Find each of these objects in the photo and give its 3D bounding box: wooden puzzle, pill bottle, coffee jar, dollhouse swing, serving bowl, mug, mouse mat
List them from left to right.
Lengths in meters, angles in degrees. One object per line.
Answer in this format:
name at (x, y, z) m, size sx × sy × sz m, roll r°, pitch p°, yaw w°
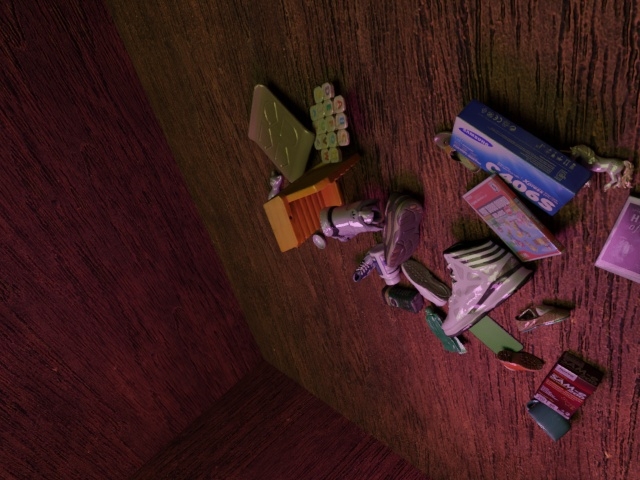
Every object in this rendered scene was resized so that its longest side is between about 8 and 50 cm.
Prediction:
wooden puzzle at (-0.166, -0.461, 1.801) m, size 0.348 × 0.081 × 0.322 m, roll 46°, pitch 148°, yaw 15°
serving bowl at (0.000, 0.000, 2.103) m, size 0.083 × 0.027 × 0.083 m, roll 33°, pitch 144°, yaw 28°
dollhouse swing at (0.015, -0.150, 1.645) m, size 0.305 × 0.347 × 0.315 m, roll 4°, pitch 124°, yaw 38°
pill bottle at (0.282, 0.102, 1.772) m, size 0.094 × 0.094 × 0.169 m, roll -1°, pitch 120°, yaw 53°
coffee jar at (0.360, 0.256, 1.839) m, size 0.185 × 0.079 × 0.096 m, roll 10°, pitch 132°, yaw 47°
mouse mat at (0.676, 0.376, 1.616) m, size 0.190 × 0.007 × 0.152 m, roll 43°, pitch 148°, yaw 16°
mug at (0.856, 0.656, 1.559) m, size 0.157 × 0.097 × 0.129 m, roll 52°, pitch -175°, yaw 39°

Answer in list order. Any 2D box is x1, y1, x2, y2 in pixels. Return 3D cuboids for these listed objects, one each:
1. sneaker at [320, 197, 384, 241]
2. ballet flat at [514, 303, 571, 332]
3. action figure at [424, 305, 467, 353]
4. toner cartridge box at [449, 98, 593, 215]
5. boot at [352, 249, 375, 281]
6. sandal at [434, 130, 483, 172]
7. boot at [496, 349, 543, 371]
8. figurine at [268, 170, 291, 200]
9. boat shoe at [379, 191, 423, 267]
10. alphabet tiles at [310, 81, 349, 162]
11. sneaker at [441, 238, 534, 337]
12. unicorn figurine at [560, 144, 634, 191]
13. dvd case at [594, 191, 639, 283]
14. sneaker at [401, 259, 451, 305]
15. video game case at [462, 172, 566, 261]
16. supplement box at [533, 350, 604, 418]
sneaker at (0.153, -0.076, 1.634) m, size 0.211 × 0.366 × 0.137 m, roll -8°, pitch 85°, yaw 21°
ballet flat at (0.723, 0.251, 1.375) m, size 0.067 × 0.073 × 0.206 m, roll 61°, pitch 147°, yaw 14°
action figure at (0.518, 0.374, 1.765) m, size 0.232 × 0.063 × 0.137 m, roll 53°, pitch 151°, yaw -8°
toner cartridge box at (0.514, -0.219, 1.104) m, size 0.348 × 0.075 × 0.165 m, roll 41°, pitch 175°, yaw 18°
boot at (0.206, 0.123, 1.901) m, size 0.069 × 0.086 × 0.190 m, roll 40°, pitch 147°, yaw 20°
sandal at (0.419, -0.268, 1.266) m, size 0.180 × 0.049 × 0.072 m, roll 46°, pitch 148°, yaw 11°
boot at (0.757, 0.464, 1.563) m, size 0.158 × 0.059 × 0.084 m, roll 6°, pitch 143°, yaw 45°
figurine at (-0.182, -0.224, 2.078) m, size 0.215 × 0.092 × 0.209 m, roll 36°, pitch 137°, yaw 27°
boat shoe at (0.301, -0.043, 1.600) m, size 0.355 × 0.133 × 0.130 m, roll 95°, pitch 151°, yaw -45°
alphabet tiles at (0.025, -0.430, 1.542) m, size 0.278 × 0.021 × 0.283 m, roll 19°, pitch 118°, yaw 63°
sneaker at (0.521, 0.153, 1.488) m, size 0.257 × 0.169 × 0.447 m, roll 50°, pitch 142°, yaw 21°
unicorn figurine at (0.677, -0.181, 1.020) m, size 0.162 × 0.060 × 0.111 m, roll 8°, pitch 129°, yaw 29°
dvd case at (0.825, 0.010, 1.035) m, size 0.179 × 0.030 × 0.238 m, roll 29°, pitch 142°, yaw 33°
sneaker at (0.417, 0.178, 1.689) m, size 0.235 × 0.090 × 0.094 m, roll 45°, pitch 157°, yaw 15°
video game case at (0.564, -0.060, 1.236) m, size 0.285 × 0.025 × 0.204 m, roll 49°, pitch 172°, yaw 5°
supplement box at (0.858, 0.507, 1.446) m, size 0.130 × 0.073 × 0.239 m, roll 32°, pitch 142°, yaw 31°
